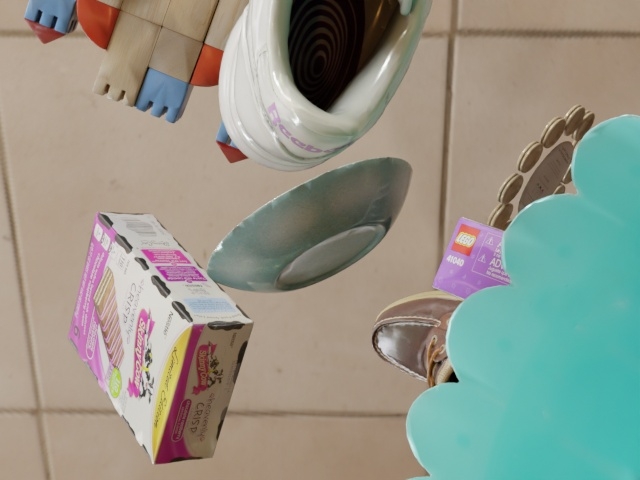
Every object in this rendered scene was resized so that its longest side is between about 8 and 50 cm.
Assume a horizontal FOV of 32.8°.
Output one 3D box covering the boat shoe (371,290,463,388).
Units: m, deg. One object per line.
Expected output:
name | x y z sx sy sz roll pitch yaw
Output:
boat shoe | 0.182 0.148 1.363 0.342 0.123 0.123 10 117 42

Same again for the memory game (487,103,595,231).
memory game | 0.245 -0.070 1.207 0.012 0.186 0.186 38 118 26

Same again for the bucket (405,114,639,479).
bucket | 0.175 0.074 0.447 0.183 0.281 0.281 31 113 -10

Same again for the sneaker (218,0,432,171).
sneaker | 0.036 -0.179 0.558 0.114 0.152 0.305 15 92 -13

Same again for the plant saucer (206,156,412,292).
plant saucer | 0.000 0.000 0.913 0.195 0.195 0.037 -34 73 17

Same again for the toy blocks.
toy blocks | -0.164 -0.254 1.210 0.382 0.190 0.260 22 105 -4

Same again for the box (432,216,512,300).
box | 0.247 0.072 0.750 0.293 0.201 0.057 21 92 -39

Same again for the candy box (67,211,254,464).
candy box | -0.169 0.091 1.094 0.071 0.233 0.159 1 116 -37
